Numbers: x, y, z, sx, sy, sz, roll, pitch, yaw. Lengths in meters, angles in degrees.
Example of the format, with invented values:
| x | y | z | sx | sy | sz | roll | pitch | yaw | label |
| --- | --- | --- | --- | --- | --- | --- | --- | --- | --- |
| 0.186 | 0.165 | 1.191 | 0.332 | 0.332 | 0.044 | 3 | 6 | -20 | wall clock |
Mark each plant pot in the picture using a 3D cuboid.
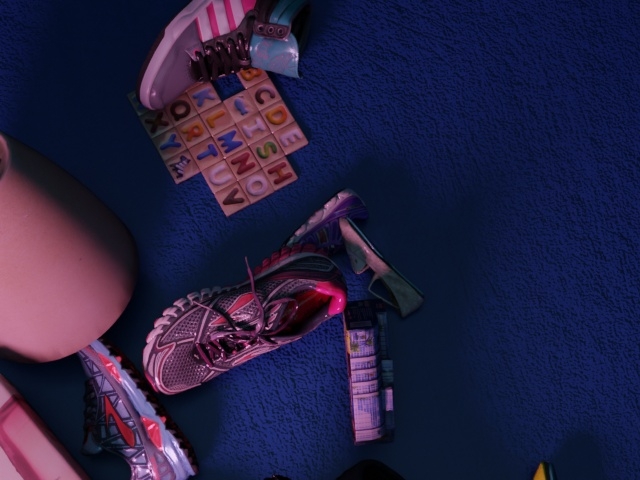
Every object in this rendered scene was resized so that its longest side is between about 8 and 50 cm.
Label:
| x | y | z | sx | sy | sz | roll | pitch | yaw | label |
| --- | --- | --- | --- | --- | --- | --- | --- | --- | --- |
| -0.403 | -0.016 | 1.708 | 0.256 | 0.274 | 0.256 | -7 | 56 | 11 | plant pot |

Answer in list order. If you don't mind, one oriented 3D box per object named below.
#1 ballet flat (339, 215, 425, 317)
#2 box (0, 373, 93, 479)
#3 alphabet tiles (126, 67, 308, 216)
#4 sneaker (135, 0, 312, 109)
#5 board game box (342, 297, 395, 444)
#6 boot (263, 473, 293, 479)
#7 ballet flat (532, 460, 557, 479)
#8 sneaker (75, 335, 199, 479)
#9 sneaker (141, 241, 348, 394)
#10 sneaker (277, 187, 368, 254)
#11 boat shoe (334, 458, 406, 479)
| x | y | z | sx | sy | sz | roll | pitch | yaw | label |
| --- | --- | --- | --- | --- | --- | --- | --- | --- | --- |
| 0.075 | 0.040 | 1.832 | 0.052 | 0.057 | 0.168 | -45 | 97 | 1 | ballet flat |
| -0.392 | 0.302 | 1.726 | 0.127 | 0.148 | 0.232 | -40 | 79 | -11 | box |
| -0.141 | -0.160 | 1.926 | 0.198 | 0.009 | 0.237 | -29 | 76 | -8 | alphabet tiles |
| -0.113 | -0.270 | 1.894 | 0.178 | 0.124 | 0.295 | 34 | 76 | 18 | sneaker |
| 0.066 | 0.190 | 1.749 | 0.060 | 0.194 | 0.194 | -5 | 99 | 0 | board game box |
| -0.009 | 0.423 | 1.597 | 0.246 | 0.094 | 0.207 | 31 | 96 | 21 | boot |
| 0.298 | 0.411 | 1.745 | 0.077 | 0.077 | 0.231 | -16 | 77 | 12 | ballet flat |
| -0.280 | 0.233 | 1.770 | 0.125 | 0.104 | 0.262 | -36 | 78 | -7 | sneaker |
| -0.104 | 0.110 | 1.772 | 0.299 | 0.121 | 0.112 | -33 | 33 | -4 | sneaker |
| 0.000 | 0.000 | 1.856 | 0.170 | 0.068 | 0.071 | -42 | 90 | -8 | sneaker |
| 0.183 | 0.469 | 1.657 | 0.500 | 0.187 | 0.156 | 41 | 118 | 13 | boat shoe |
